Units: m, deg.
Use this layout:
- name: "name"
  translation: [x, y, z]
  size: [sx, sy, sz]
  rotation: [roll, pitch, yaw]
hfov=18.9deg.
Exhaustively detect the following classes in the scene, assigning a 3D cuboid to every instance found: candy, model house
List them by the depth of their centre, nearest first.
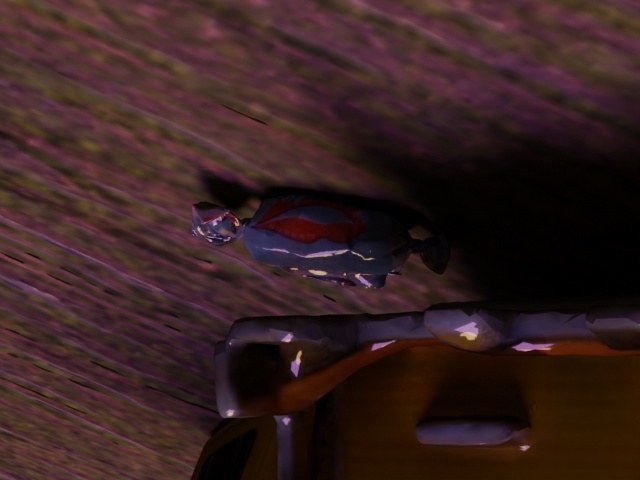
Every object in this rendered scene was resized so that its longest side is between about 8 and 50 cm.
- name: "model house"
  translation: [0.099, 0.113, 0.550]
  size: [0.224, 0.198, 0.215]
  rotation: [-4, 173, 34]
- name: "candy"
  translation: [0.000, 0.001, 0.600]
  size: [0.083, 0.020, 0.030]
  rotation: [9, 154, 10]

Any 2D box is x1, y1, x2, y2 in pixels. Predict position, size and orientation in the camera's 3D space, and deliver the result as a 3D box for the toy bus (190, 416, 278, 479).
- name: "toy bus"
  translation: [-0.021, 0.230, 0.716]
  size: [0.151, 0.331, 0.145]
  rotation: [27, 152, -15]
